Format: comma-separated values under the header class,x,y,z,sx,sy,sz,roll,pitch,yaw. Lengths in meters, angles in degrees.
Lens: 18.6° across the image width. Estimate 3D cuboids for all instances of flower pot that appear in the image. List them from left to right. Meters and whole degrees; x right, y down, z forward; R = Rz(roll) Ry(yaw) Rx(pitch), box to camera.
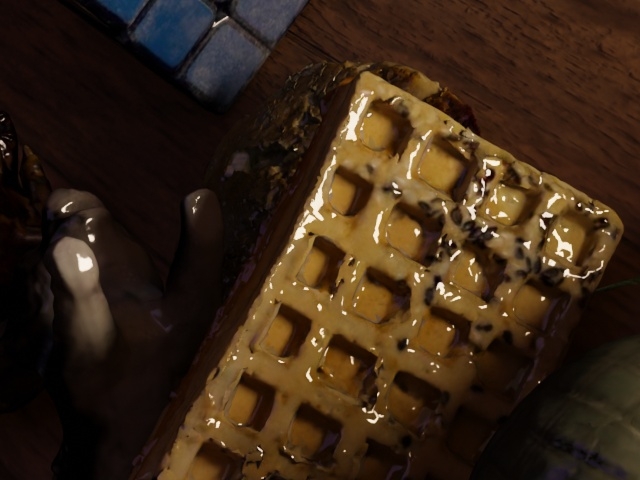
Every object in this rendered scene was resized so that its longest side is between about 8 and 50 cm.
class,x,y,z,sx,sy,sz,roll,pitch,yaw
flower pot,0.226,0.215,1.248,0.213,0.302,0.302,32,88,34

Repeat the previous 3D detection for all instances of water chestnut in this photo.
class,x,y,z,sx,sy,sz,roll,pitch,yaw
water chestnut,-0.345,0.029,1.860,0.244,0.289,0.289,-35,37,-27

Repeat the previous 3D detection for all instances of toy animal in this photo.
class,x,y,z,sx,sy,sz,roll,pitch,yaw
toy animal,-0.178,0.124,1.626,0.303,0.194,0.344,-5,102,58

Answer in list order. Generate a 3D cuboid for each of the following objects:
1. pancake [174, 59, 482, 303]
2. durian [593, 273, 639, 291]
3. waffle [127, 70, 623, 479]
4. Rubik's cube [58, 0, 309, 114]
class,x,y,z,sx,sy,sz,roll,pitch,yaw
pancake,-0.001,-0.001,1.712,0.356,0.065,0.356,-15,61,30
durian,0.327,0.017,1.309,0.355,0.169,0.157,-155,73,-78
waffle,0.042,0.085,1.481,0.376,0.261,0.114,-64,8,-11
Rubik's cube,-0.180,-0.385,1.898,0.344,0.337,0.344,34,87,46
